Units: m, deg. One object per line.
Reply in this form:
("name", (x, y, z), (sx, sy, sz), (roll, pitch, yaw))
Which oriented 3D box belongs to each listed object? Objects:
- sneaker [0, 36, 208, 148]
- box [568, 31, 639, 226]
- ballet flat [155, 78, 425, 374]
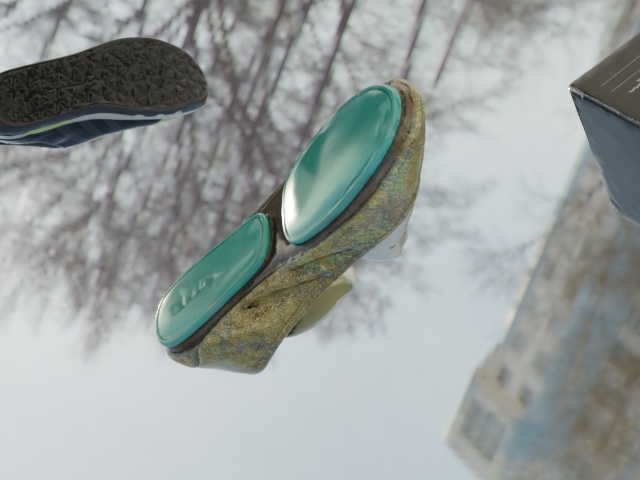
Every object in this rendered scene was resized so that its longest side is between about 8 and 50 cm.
("sneaker", (-0.229, -0.138, 1.609), (0.235, 0.084, 0.097), (-7, 163, -17))
("box", (0.293, -0.089, 0.859), (0.184, 0.261, 0.103), (37, 160, 53))
("ballet flat", (0.000, 0.000, 1.325), (0.123, 0.348, 0.123), (27, -140, -25))
